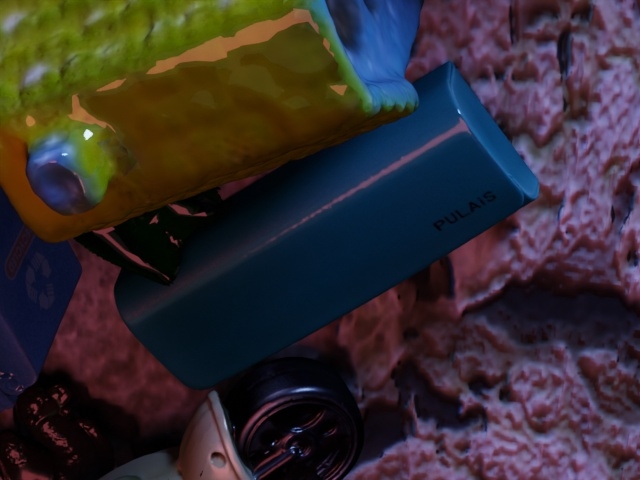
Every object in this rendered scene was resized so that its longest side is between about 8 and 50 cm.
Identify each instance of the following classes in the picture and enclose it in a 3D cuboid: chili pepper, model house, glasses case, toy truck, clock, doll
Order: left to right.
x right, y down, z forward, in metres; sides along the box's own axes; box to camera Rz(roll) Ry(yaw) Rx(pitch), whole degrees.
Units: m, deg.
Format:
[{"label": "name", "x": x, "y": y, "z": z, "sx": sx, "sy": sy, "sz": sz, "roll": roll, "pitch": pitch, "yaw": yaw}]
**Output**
[{"label": "toy truck", "x": -0.329, "y": 0.074, "z": 1.336, "sx": 0.175, "sy": 0.146, "sz": 0.367, "roll": 41, "pitch": 129, "yaw": -19}, {"label": "doll", "x": -0.229, "y": 0.184, "z": 1.473, "sx": 0.139, "sy": 0.057, "sz": 0.165, "roll": 1, "pitch": 118, "yaw": 8}, {"label": "chili pepper", "x": -0.176, "y": -0.040, "z": 1.331, "sx": 0.224, "sy": 0.061, "sz": 0.098, "roll": 18, "pitch": 86, "yaw": 7}, {"label": "model house", "x": -0.080, "y": -0.126, "z": 1.154, "sx": 0.237, "sy": 0.303, "sz": 0.215, "roll": -20, "pitch": 121, "yaw": 16}, {"label": "clock", "x": -0.089, "y": 0.279, "z": 1.444, "sx": 0.276, "sy": 0.120, "sz": 0.379, "roll": -13, "pitch": 118, "yaw": -10}, {"label": "glasses case", "x": 0.001, "y": 0.002, "z": 1.338, "sx": 0.301, "sy": 0.070, "sz": 0.117, "roll": -32, "pitch": 111, "yaw": 20}]
